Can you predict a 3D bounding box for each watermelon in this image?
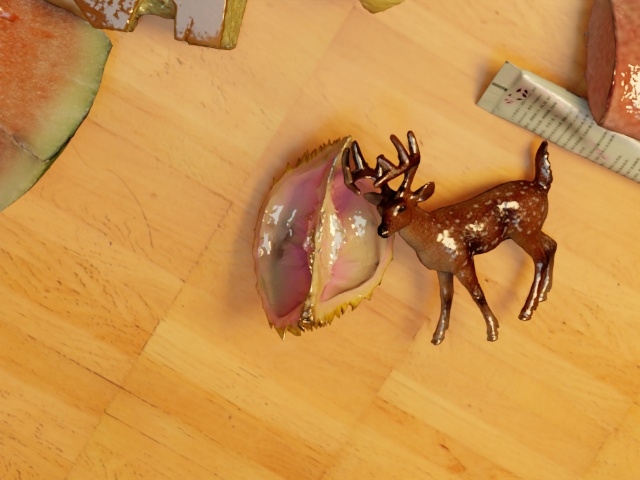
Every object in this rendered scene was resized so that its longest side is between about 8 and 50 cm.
[{"bbox_3d":[-0.356,-0.185,1.699,0.257,0.193,0.140,39,133,-13],"label":"watermelon"}]

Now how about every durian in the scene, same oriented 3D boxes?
[{"bbox_3d":[-0.001,-0.002,1.744,0.165,0.132,0.182,-20,85,4],"label":"durian"}]

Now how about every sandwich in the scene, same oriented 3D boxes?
[{"bbox_3d":[-0.190,-0.270,1.686,0.236,0.122,0.128,11,101,0],"label":"sandwich"}]

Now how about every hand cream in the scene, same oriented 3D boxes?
[{"bbox_3d":[0.326,-0.094,1.754,0.331,0.085,0.058,22,60,-7],"label":"hand cream"}]

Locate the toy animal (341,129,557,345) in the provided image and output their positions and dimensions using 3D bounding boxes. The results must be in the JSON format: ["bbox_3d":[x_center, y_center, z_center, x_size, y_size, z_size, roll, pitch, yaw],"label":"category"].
[{"bbox_3d":[0.140,-0.018,1.738,0.243,0.087,0.260,-27,113,-31],"label":"toy animal"}]

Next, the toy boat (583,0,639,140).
[{"bbox_3d":[0.415,-0.189,1.720,0.282,0.096,0.206,5,77,-13],"label":"toy boat"}]

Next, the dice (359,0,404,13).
[{"bbox_3d":[0.079,-0.337,1.639,0.169,0.166,0.169,-28,103,7],"label":"dice"}]
